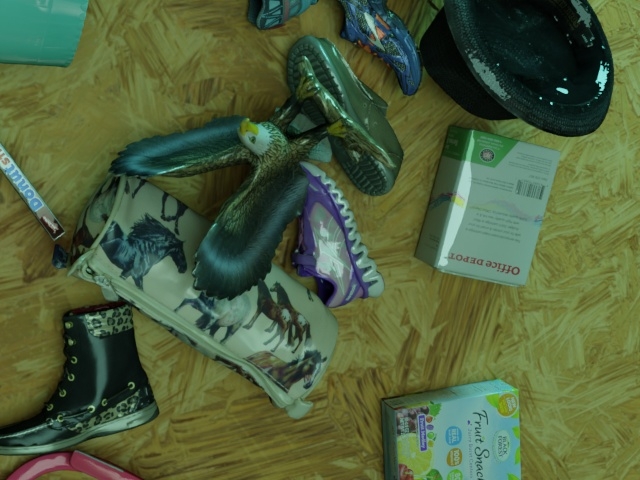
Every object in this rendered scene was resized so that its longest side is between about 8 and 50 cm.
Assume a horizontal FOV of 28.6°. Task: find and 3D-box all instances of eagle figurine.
[{"bbox_3d":[-0.095,-0.097,1.636,0.298,0.226,0.225,-40,129,0],"label":"eagle figurine"}]

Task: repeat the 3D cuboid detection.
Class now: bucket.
[{"bbox_3d":[-0.380,-0.341,1.516,0.183,0.281,0.281,7,98,-21],"label":"bucket"}]

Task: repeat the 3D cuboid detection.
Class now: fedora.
[{"bbox_3d":[0.258,-0.263,1.768,0.334,0.152,0.334,18,59,-34],"label":"fedora"}]

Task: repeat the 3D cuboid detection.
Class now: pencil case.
[{"bbox_3d":[-0.157,0.078,1.717,0.410,0.160,0.183,36,55,-21],"label":"pencil case"}]

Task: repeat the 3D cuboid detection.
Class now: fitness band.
[{"bbox_3d":[-0.319,0.414,1.744,0.291,0.054,0.209,27,82,-2],"label":"fitness band"}]

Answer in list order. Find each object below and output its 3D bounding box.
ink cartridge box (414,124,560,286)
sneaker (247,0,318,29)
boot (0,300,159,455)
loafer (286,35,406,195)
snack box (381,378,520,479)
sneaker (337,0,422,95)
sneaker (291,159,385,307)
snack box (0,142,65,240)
[{"bbox_3d":[0.247,-0.050,1.869,0.154,0.093,0.212,12,95,-19],"label":"ink cartridge box"},{"bbox_3d":[-0.113,-0.395,1.678,0.125,0.104,0.262,-39,109,-6],"label":"sneaker"},{"bbox_3d":[-0.349,0.188,1.723,0.236,0.085,0.178,-13,101,-20],"label":"boot"},{"bbox_3d":[0.040,-0.184,1.788,0.087,0.094,0.251,-45,113,-42],"label":"loafer"},{"bbox_3d":[0.203,0.318,1.936,0.207,0.070,0.174,-8,102,-19],"label":"snack box"},{"bbox_3d":[0.072,-0.298,1.780,0.087,0.083,0.221,-31,103,4],"label":"sneaker"},{"bbox_3d":[0.000,0.000,1.793,0.104,0.095,0.236,-30,109,-13],"label":"sneaker"},{"bbox_3d":[-0.401,-0.081,1.662,0.022,0.064,0.178,-37,109,-10],"label":"snack box"}]
